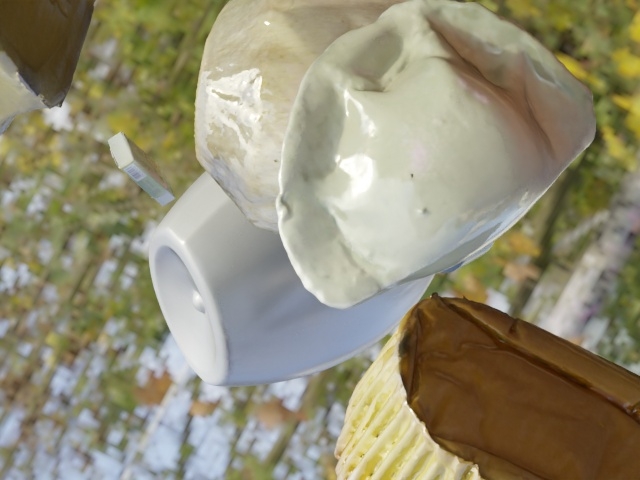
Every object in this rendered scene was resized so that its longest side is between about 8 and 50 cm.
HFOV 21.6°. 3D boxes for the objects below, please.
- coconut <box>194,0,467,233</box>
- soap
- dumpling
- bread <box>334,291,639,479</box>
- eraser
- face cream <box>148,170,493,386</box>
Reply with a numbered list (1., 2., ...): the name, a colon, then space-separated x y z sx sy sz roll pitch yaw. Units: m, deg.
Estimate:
1. coconut: 0.047 -0.133 1.612 0.328 0.329 0.329 29 -174 -3
2. soap: -0.241 -0.210 1.327 0.076 0.233 0.135 -13 135 29
3. dumpling: 0.065 -0.069 1.179 0.179 0.252 0.131 53 170 -6
4. bread: 0.156 0.178 1.277 0.288 0.156 0.204 19 -138 -10
5. eraser: -0.163 -0.065 1.537 0.038 0.019 0.083 61 -171 32
6. face cream: 0.000 0.000 1.870 0.219 0.357 0.312 42 149 41
